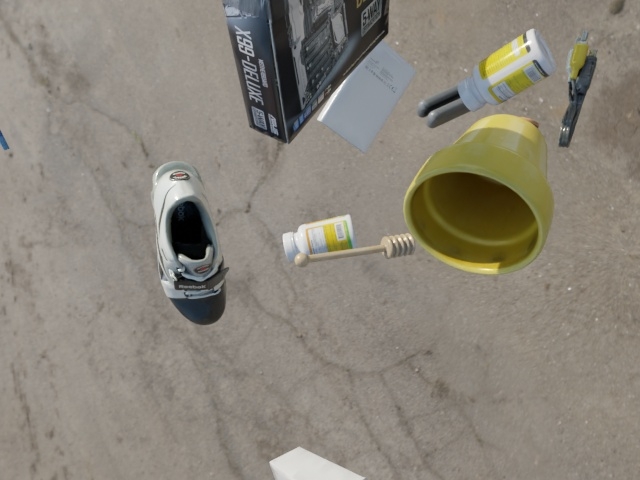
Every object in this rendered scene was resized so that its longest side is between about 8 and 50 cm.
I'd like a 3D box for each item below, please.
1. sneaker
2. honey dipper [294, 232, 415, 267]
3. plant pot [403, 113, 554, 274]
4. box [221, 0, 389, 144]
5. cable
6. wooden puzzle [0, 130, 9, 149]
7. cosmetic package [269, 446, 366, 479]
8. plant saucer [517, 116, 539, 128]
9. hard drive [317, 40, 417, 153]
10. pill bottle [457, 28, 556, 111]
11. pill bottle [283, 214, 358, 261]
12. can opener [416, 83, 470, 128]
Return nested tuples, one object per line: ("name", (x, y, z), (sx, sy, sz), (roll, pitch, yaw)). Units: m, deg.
("sneaker", (-0.230, 0.040, 0.878), (0.146, 0.122, 0.331), (-130, 28, -55))
("honey dipper", (0.044, 0.016, 0.626), (0.030, 0.160, 0.031), (171, 90, -71))
("plant pot", (0.315, -0.105, 0.933), (0.253, 0.239, 0.254), (22, 144, 17))
("box", (-0.001, -0.327, 0.688), (0.076, 0.243, 0.308), (27, 61, 19))
("cable", (0.618, -0.356, 1.223), (0.072, 0.139, 0.288), (19, 86, 24))
("wooden puzzle", (-0.370, -0.145, 0.523), (0.116, 0.014, 0.079), (35, 143, 31))
("cosmetic package", (0.004, 0.352, 0.664), (0.099, 0.060, 0.239), (68, 155, 4))
("plant saucer", (0.417, -0.246, 1.044), (0.083, 0.083, 0.014), (7, 88, 32))
("hard drive", (0.150, -0.459, 1.565), (0.308, 0.203, 0.040), (-57, 32, 7))
("pill bottle", (0.248, -0.224, 0.668), (0.116, 0.065, 0.065), (-26, 75, 39))
("pill bottle", (0.000, 0.000, 1.721), (0.245, 0.136, 0.137), (-12, 82, 5))
("can opener", (0.346, -0.330, 1.173), (0.074, 0.280, 0.093), (53, 153, 22))
